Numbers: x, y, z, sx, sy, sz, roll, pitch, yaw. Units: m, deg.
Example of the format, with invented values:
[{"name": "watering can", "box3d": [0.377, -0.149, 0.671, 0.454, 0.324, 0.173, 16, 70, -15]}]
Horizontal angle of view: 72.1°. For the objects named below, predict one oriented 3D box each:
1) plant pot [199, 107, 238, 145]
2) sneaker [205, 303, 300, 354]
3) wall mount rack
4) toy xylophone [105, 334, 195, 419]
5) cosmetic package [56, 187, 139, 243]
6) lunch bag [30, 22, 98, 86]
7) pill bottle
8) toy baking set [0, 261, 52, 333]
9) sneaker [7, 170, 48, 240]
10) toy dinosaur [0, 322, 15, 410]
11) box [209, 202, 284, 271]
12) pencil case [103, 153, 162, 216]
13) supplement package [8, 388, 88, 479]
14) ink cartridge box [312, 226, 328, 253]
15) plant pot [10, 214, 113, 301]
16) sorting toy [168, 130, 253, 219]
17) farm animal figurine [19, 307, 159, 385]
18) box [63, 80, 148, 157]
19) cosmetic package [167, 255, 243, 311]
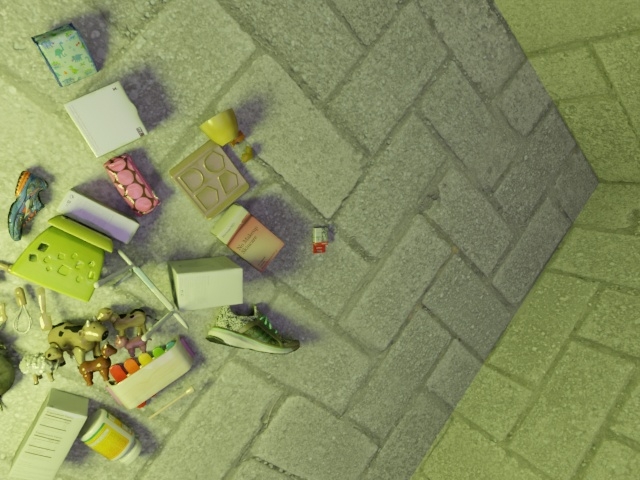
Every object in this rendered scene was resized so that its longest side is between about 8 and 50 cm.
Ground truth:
[{"name": "plant pot", "box3d": [-0.345, -0.393, 1.559, 0.134, 0.134, 0.095, -35, 104, -17]}, {"name": "sneaker", "box3d": [-0.246, 0.353, 1.771, 0.410, 0.158, 0.182, 20, 73, -34]}, {"name": "wall mount rack", "box3d": [-0.575, 0.189, 1.400, 0.130, 0.304, 0.350, -43, 96, -20]}, {"name": "toy xylophone", "box3d": [-0.613, 0.517, 1.636, 0.322, 0.081, 0.237, -25, 110, -21]}, {"name": "cosmetic package", "box3d": [-0.725, -0.080, 1.444, 0.231, 0.117, 0.086, 32, 85, -27]}, {"name": "lunch bag", "box3d": [-0.772, -0.560, 1.341, 0.128, 0.096, 0.151, -33, 142, -18]}, {"name": "pill bottle", "box3d": [-0.750, 0.714, 1.584, 0.117, 0.117, 0.208, -44, 116, -13]}, {"name": "toy baking set", "box3d": [-0.965, 0.186, 1.395, 0.256, 0.030, 0.197, 24, 76, -24]}, {"name": "sneaker", "box3d": [-0.910, -0.101, 1.367, 0.087, 0.083, 0.221, 16, 96, -37]}, {"name": "toy dinosaur", "box3d": [-1.040, 0.413, 1.377, 0.160, 0.121, 0.314, -17, 104, -17]}, {"name": "box", "box3d": [-0.279, -0.011, 1.680, 0.232, 0.126, 0.149, 42, 80, -27]}, {"name": "pencil case", "box3d": [-0.632, -0.190, 1.486, 0.098, 0.095, 0.209, -22, 116, 15]}, {"name": "supplement package", "box3d": [-0.906, 0.654, 1.479, 0.133, 0.139, 0.244, 30, 86, -27]}, {"name": "ink cartridge box", "box3d": [0.000, 0.000, 1.880, 0.062, 0.029, 0.115, -5, 101, -27]}, {"name": "plant pot", "box3d": [-0.790, 0.044, 1.379, 0.227, 0.228, 0.207, 32, 79, -28]}, {"name": "sorting toy", "box3d": [-0.373, -0.255, 1.639, 0.307, 0.041, 0.229, -42, 111, -14]}, {"name": "farm animal figurine", "box3d": [-0.751, 0.316, 1.455, 0.326, 0.330, 0.173, -4, 106, 2]}, {"name": "box", "box3d": [-0.680, -0.383, 1.406, 0.181, 0.119, 0.181, -32, 112, -18]}, {"name": "cosmetic package", "box3d": [-0.417, 0.149, 1.584, 0.224, 0.224, 0.138, -6, 102, -26]}]
